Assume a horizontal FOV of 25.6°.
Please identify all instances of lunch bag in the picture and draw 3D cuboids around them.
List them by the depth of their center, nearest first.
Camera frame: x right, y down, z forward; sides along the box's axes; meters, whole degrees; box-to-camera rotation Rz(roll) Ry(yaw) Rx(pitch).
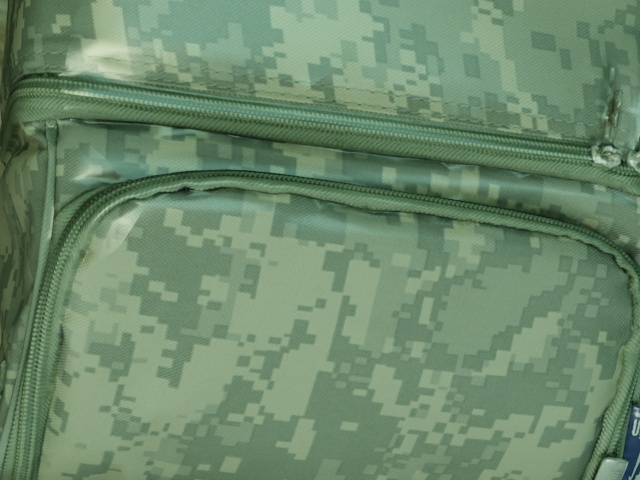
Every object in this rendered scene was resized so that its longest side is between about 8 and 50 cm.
[{"bbox_3d":[0.000,0.000,0.637,0.305,0.212,0.256,7,86,-16],"label":"lunch bag"}]
